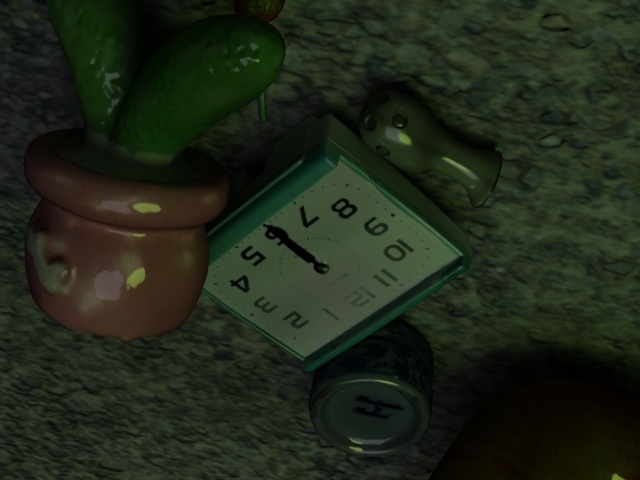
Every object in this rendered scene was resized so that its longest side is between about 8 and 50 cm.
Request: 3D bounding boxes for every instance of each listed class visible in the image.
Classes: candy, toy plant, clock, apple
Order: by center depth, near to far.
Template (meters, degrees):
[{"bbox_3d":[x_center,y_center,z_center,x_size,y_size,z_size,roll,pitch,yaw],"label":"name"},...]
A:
[{"bbox_3d":[-0.170,-0.080,1.291,0.317,0.211,0.356,29,109,38],"label":"toy plant"},{"bbox_3d":[-0.063,-0.199,1.339,0.060,0.060,0.201,6,137,6],"label":"candy"},{"bbox_3d":[0.000,0.000,1.446,0.231,0.116,0.262,37,127,-24],"label":"clock"},{"bbox_3d":[0.299,0.370,1.499,0.400,0.400,0.333,13,154,0],"label":"apple"}]

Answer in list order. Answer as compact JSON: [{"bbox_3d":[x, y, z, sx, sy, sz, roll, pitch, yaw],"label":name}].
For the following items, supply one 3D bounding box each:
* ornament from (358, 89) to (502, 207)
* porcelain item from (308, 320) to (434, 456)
[{"bbox_3d":[0.111,-0.099,1.362,0.156,0.074,0.081,27,142,-13],"label":"ornament"},{"bbox_3d":[0.063,0.174,1.559,0.147,0.114,0.147,4,132,4],"label":"porcelain item"}]
